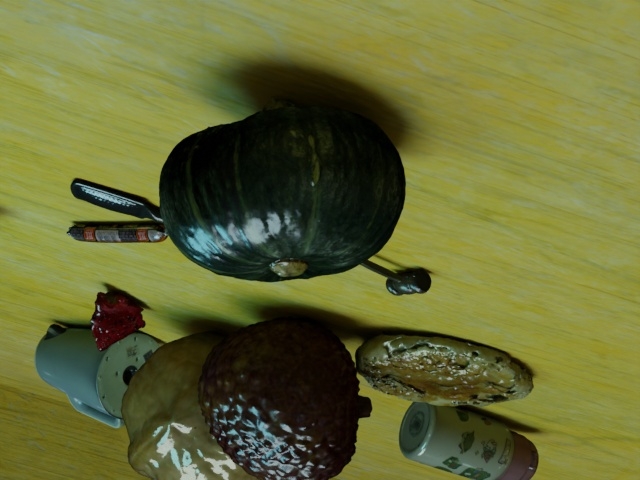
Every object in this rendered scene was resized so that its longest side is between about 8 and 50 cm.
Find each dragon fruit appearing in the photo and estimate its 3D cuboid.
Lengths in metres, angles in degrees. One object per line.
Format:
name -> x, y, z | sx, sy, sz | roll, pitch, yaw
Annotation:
dragon fruit -> -0.324, 0.117, 2.010 | 0.063, 0.097, 0.131 | 9, 144, 8

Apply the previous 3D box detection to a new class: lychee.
lychee -> -0.054, 0.235, 1.829 | 0.260, 0.261, 0.260 | 13, 164, 4

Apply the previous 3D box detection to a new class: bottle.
bottle -> 0.272, 0.366, 2.219 | 0.253, 0.120, 0.120 | 22, 162, -22

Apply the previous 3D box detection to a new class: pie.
pie -> 0.181, 0.195, 1.844 | 0.274, 0.055, 0.274 | 10, 160, 4

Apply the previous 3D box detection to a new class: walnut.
walnut -> -0.177, 0.300, 2.064 | 0.306, 0.306, 0.344 | 9, 178, 17

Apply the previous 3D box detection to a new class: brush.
brush -> -0.205, -0.032, 1.485 | 0.193, 0.016, 0.063 | 17, 165, -5

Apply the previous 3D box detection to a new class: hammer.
hammer -> 0.000, 0.000, 1.409 | 0.292, 0.029, 0.058 | 26, 159, -28

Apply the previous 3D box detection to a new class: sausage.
sausage -> -0.259, -0.010, 1.593 | 0.198, 0.025, 0.028 | -1, 126, 41

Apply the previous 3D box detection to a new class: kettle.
kettle -> -0.419, 0.260, 2.369 | 0.243, 0.160, 0.211 | 6, 127, 45

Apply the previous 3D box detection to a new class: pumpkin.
pumpkin -> -0.032, -0.044, 1.064 | 0.211, 0.152, 0.212 | -10, 159, -4
